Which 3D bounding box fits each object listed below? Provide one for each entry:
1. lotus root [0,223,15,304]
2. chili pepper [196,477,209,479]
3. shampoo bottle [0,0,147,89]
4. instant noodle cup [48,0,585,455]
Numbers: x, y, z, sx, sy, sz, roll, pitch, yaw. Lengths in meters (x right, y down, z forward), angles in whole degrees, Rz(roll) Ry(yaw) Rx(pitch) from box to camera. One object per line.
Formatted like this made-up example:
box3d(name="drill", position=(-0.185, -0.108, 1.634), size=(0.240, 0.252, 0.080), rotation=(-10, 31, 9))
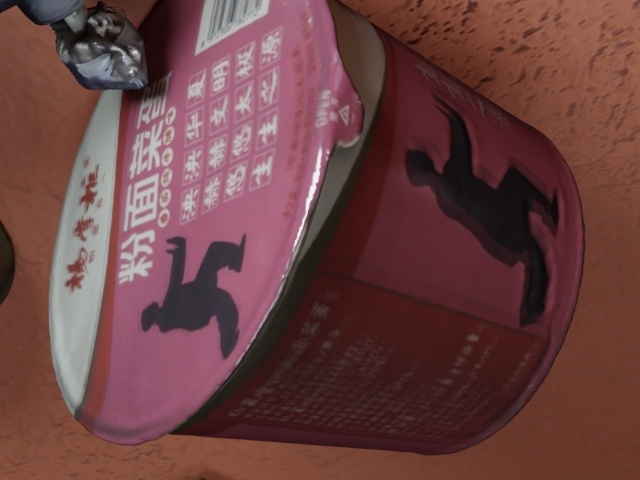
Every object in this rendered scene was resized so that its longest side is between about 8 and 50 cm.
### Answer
box3d(name="lotus root", position=(-0.277, 0.027, 0.771), size=(0.183, 0.078, 0.203), rotation=(-29, 131, 24))
box3d(name="chili pepper", position=(0.020, 0.281, 1.050), size=(0.359, 0.076, 0.085), rotation=(35, 99, -31))
box3d(name="shampoo bottle", position=(-0.166, -0.177, 0.554), size=(0.071, 0.098, 0.309), rotation=(-23, 132, 13))
box3d(name="instant noodle cup", position=(0.000, 0.000, 0.664), size=(0.178, 0.235, 0.235), rotation=(20, 131, -33))
